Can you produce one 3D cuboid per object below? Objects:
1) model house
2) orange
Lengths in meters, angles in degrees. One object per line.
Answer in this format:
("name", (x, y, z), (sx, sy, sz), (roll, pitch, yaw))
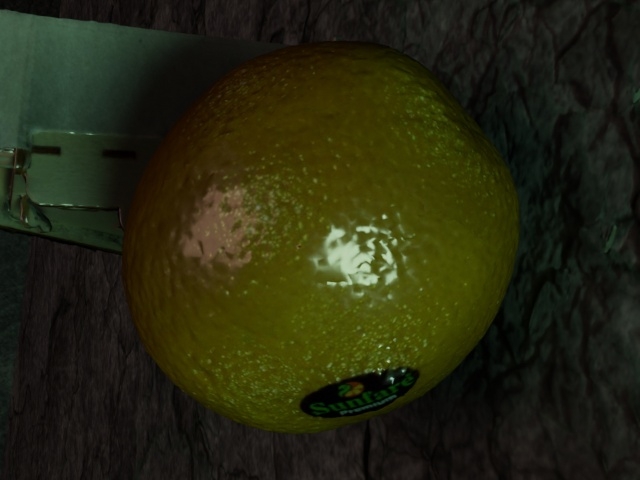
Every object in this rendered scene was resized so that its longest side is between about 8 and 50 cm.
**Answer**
("model house", (-0.143, -0.060, 0.745), (0.244, 0.326, 0.169), (153, 117, -67))
("orange", (0.000, 0.000, 0.539), (0.236, 0.236, 0.236), (-19, 68, 62))
